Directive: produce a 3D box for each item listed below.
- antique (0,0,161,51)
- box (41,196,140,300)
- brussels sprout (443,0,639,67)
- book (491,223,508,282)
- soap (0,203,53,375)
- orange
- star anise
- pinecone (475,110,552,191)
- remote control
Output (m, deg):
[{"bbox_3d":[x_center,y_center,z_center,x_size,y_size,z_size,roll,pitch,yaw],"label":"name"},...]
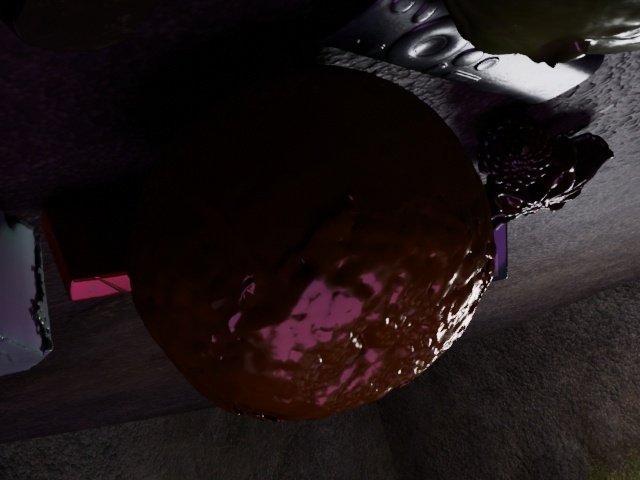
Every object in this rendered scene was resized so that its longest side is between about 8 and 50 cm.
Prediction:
[{"bbox_3d":[-0.114,-0.191,0.459,0.081,0.080,0.221,-1,159,-42],"label":"antique"},{"bbox_3d":[-0.178,-0.003,0.943,0.245,0.139,0.035,-10,132,-28],"label":"box"},{"bbox_3d":[0.162,-0.205,0.474,0.244,0.244,0.244,-15,164,-4],"label":"brussels sprout"},{"bbox_3d":[0.191,0.024,1.413,0.269,0.025,0.190,-15,128,-6],"label":"book"},{"bbox_3d":[-0.495,0.073,0.836,0.446,0.156,0.261,-5,160,-38],"label":"soap"},{"bbox_3d":[-0.013,-0.004,0.785,0.341,0.293,0.340,-20,144,-15],"label":"orange"},{"bbox_3d":[0.317,-0.096,1.201,0.214,0.099,0.220,-30,165,-1],"label":"star anise"},{"bbox_3d":[0.251,-0.113,1.060,0.102,0.102,0.109,-25,166,26],"label":"pinecone"},{"bbox_3d":[0.148,-0.189,0.797,0.107,0.044,0.378,-33,158,36],"label":"remote control"}]
